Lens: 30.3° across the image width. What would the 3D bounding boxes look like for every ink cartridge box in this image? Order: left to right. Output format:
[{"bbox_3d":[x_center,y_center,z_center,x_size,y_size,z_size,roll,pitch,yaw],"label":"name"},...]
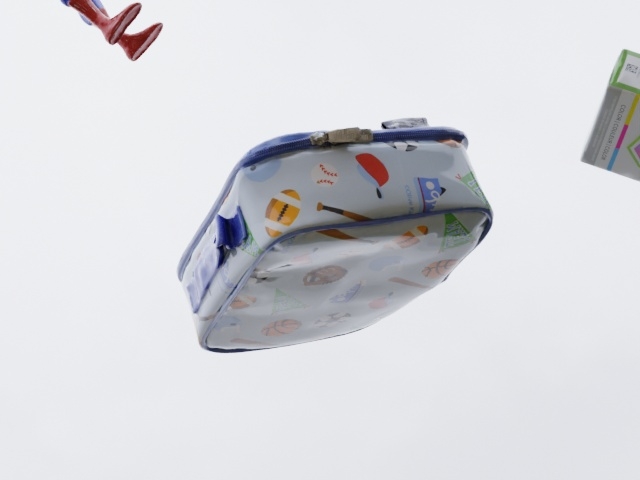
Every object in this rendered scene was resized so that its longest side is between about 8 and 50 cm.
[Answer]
[{"bbox_3d":[0.369,-0.097,1.141,0.209,0.062,0.109,21,-36,10],"label":"ink cartridge box"}]

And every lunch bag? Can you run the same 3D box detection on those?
[{"bbox_3d":[0.000,0.000,1.066,0.243,0.115,0.303,-6,-24,-24],"label":"lunch bag"}]

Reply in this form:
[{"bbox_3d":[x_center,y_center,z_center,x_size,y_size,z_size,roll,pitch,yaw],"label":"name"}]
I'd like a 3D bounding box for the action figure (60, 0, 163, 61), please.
[{"bbox_3d":[-0.252,-0.314,1.162,0.139,0.280,0.091,-52,-15,-1],"label":"action figure"}]
